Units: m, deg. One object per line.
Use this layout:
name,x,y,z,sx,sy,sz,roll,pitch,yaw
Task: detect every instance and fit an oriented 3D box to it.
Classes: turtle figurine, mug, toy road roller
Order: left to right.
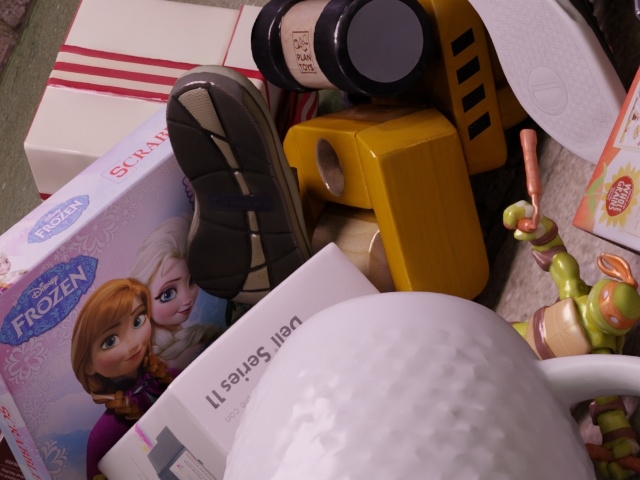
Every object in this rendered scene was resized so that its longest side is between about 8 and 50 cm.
toy road roller,0.102,-0.105,1.540,0.202,0.241,0.329,15,119,66
mug,0.104,0.202,1.137,0.374,0.276,0.328,-17,54,23
turtle figurine,0.174,0.067,1.293,0.217,0.087,0.269,-41,67,51

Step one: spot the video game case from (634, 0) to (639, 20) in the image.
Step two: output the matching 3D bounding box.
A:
video game case,0.348,-0.305,1.266,0.275,0.035,0.248,-25,45,33

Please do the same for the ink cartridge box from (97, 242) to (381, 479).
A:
ink cartridge box,-0.049,0.132,1.484,0.207,0.119,0.353,-42,-2,-28

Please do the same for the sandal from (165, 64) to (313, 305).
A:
sandal,-0.061,-0.046,1.530,0.302,0.120,0.086,85,-162,-46

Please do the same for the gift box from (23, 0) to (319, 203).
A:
gift box,-0.141,-0.102,1.862,0.276,0.258,0.255,78,-156,-60

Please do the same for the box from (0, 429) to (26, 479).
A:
box,-0.350,0.256,2.102,0.167,0.168,0.203,-59,26,16

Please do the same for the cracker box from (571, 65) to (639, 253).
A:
cracker box,0.288,-0.049,1.214,0.155,0.067,0.232,-66,24,2

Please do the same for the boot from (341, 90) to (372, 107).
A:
boot,0.084,-0.312,1.820,0.223,0.118,0.338,46,122,60

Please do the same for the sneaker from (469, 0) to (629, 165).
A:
sneaker,0.208,-0.202,1.429,0.295,0.147,0.104,58,144,14

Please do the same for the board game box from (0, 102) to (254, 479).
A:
board game box,-0.175,0.074,1.618,0.066,0.318,0.319,24,55,37
